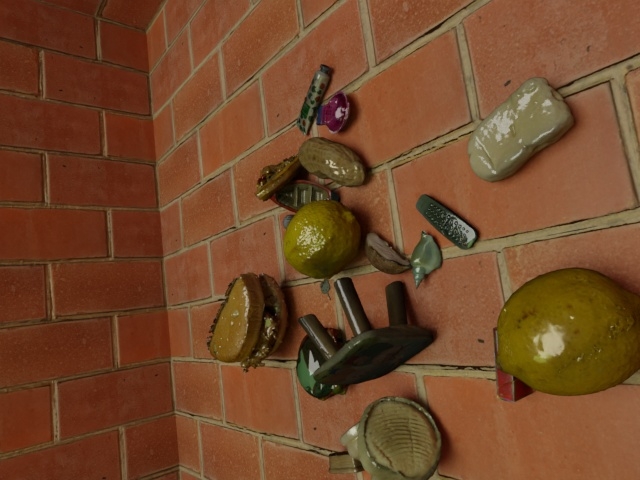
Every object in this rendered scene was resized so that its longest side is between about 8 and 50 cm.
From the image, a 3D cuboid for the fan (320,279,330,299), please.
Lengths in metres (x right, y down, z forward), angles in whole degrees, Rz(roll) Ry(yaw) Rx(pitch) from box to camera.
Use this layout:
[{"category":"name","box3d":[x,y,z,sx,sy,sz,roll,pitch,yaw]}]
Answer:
[{"category":"fan","box3d":[0.023,0.192,1.713,0.056,0.004,0.083,-45,58,39]}]

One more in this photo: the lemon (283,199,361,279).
[{"category":"lemon","box3d":[0.000,0.000,1.542,0.321,0.268,0.268,-50,54,31]}]

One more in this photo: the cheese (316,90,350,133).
[{"category":"cheese","box3d":[0.045,-0.470,1.642,0.244,0.062,0.154,19,103,62]}]

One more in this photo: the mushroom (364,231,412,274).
[{"category":"mushroom","box3d":[0.207,0.056,1.444,0.210,0.072,0.094,46,150,40]}]

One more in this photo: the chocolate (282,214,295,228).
[{"category":"chocolate","box3d":[-0.093,-0.072,1.798,0.167,0.072,0.072,2,92,52]}]

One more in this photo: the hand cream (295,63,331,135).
[{"category":"hand cream","box3d":[-0.031,-0.551,1.737,0.095,0.059,0.276,56,134,36]}]

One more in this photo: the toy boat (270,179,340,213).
[{"category":"toy boat","box3d":[-0.077,-0.174,1.772,0.392,0.080,0.136,13,102,48]}]

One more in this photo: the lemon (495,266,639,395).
[{"category":"lemon","box3d":[0.515,0.195,0.936,0.310,0.258,0.257,-37,60,17]}]

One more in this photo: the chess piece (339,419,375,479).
[{"category":"chess piece","box3d":[0.202,0.718,1.402,0.299,0.167,0.167,55,129,28]}]

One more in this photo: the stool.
[{"category":"stool","box3d":[0.134,0.283,1.373,0.310,0.311,0.226,-49,46,37]}]

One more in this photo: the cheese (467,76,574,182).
[{"category":"cheese","box3d":[0.484,-0.262,1.106,0.263,0.093,0.158,-43,56,42]}]

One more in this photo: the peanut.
[{"category":"peanut","box3d":[0.038,-0.281,1.595,0.325,0.140,0.153,36,135,38]}]

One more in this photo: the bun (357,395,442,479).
[{"category":"bun","box3d":[0.225,0.595,1.308,0.259,0.260,0.152,53,145,35]}]

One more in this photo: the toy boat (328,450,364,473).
[{"category":"toy boat","box3d":[0.094,0.772,1.552,0.188,0.116,0.061,-31,63,42]}]

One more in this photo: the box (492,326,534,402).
[{"category":"box","box3d":[0.480,0.297,1.097,0.048,0.112,0.175,-6,87,49]}]

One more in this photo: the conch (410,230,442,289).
[{"category":"conch","box3d":[0.310,0.061,1.330,0.088,0.065,0.179,13,94,50]}]

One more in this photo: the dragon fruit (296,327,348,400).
[{"category":"dragon fruit","box3d":[0.004,0.467,1.651,0.269,0.130,0.294,9,97,44]}]

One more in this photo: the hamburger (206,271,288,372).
[{"category":"hamburger","box3d":[-0.274,0.377,1.858,0.287,0.269,0.445,49,121,39]}]

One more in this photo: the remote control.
[{"category":"remote control","box3d":[0.363,-0.058,1.286,0.222,0.042,0.072,49,125,36]}]

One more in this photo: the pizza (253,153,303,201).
[{"category":"pizza","box3d":[-0.159,-0.289,1.824,0.252,0.074,0.287,-31,28,12]}]
